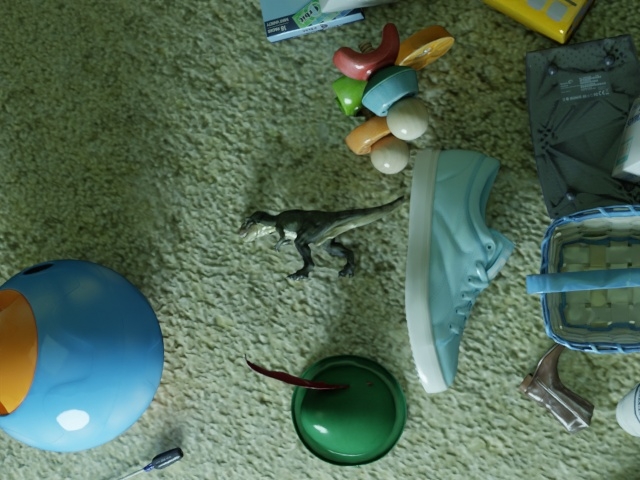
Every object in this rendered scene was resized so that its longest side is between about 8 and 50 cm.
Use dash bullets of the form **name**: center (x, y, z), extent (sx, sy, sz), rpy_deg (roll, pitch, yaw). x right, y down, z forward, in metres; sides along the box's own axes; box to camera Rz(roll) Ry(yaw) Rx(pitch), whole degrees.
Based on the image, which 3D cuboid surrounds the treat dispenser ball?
- **treat dispenser ball**: center (-0.379, 0.172, 1.741), extent (0.288, 0.288, 0.288), rpy_deg (-1, 86, 13)

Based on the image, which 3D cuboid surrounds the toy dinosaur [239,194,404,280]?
- **toy dinosaur**: center (0.000, 0.000, 1.783), extent (0.268, 0.064, 0.118), rpy_deg (-6, 78, 9)

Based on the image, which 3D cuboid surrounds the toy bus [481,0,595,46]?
- **toy bus**: center (0.256, -0.431, 1.731), extent (0.332, 0.108, 0.130), rpy_deg (33, 95, 13)

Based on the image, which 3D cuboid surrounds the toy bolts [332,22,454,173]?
- **toy bolts**: center (0.126, -0.211, 1.689), extent (0.218, 0.228, 0.158), rpy_deg (-29, 80, 2)

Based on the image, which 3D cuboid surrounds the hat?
- **hat**: center (0.011, 0.254, 1.695), extent (0.208, 0.183, 0.173), rpy_deg (1, 86, 13)

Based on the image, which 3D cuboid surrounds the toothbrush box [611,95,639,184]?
- **toothbrush box**: center (0.569, -0.112, 1.550), extent (0.295, 0.216, 0.126), rpy_deg (18, 87, 1)

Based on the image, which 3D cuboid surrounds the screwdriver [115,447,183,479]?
- **screwdriver**: center (-0.290, 0.372, 1.844), extent (0.170, 0.024, 0.025), rpy_deg (-30, 109, 16)

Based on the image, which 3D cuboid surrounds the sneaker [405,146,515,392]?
- **sneaker**: center (0.207, 0.041, 1.693), extent (0.150, 0.135, 0.366), rpy_deg (0, 87, 16)

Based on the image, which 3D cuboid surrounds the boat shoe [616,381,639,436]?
- **boat shoe**: center (0.574, 0.219, 1.599), extent (0.367, 0.156, 0.136), rpy_deg (-9, 78, -17)

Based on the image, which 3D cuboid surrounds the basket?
- **basket**: center (0.407, 0.052, 1.564), extent (0.254, 0.289, 0.201), rpy_deg (-2, 90, 10)

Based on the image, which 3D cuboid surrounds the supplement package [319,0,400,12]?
- **supplement package**: center (0.051, -0.485, 1.731), extent (0.134, 0.139, 0.244), rpy_deg (-11, 83, -14)

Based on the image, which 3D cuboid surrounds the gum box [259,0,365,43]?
- **gum box**: center (-0.024, -0.421, 1.828), extent (0.157, 0.041, 0.184), rpy_deg (-12, 84, 11)

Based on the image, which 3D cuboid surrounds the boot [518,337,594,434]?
- **boot**: center (0.364, 0.214, 1.692), extent (0.114, 0.037, 0.106), rpy_deg (39, 108, 16)

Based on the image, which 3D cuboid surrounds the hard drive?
- **hard drive**: center (0.398, -0.164, 1.704), extent (0.172, 0.054, 0.255), rpy_deg (-9, 85, 13)
